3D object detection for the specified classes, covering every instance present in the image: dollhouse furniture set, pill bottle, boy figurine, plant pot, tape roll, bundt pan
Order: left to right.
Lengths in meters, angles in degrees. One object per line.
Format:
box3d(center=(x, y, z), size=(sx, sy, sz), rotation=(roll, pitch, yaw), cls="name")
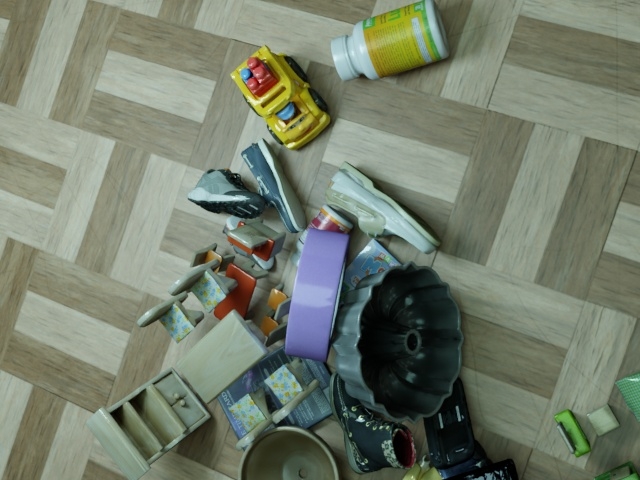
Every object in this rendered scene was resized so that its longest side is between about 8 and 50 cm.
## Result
box3d(center=(-0.285, 0.315, 1.899), size=(0.362, 0.256, 0.394), rotation=(50, 122, 5), cls="dollhouse furniture set")
box3d(center=(-0.180, 0.086, 1.981), size=(0.262, 0.135, 0.259), rotation=(30, 118, 21), cls="dollhouse furniture set")
box3d(center=(-0.056, 0.531, 1.954), size=(0.237, 0.110, 0.237), rotation=(-2, 83, 19), cls="plant pot")
box3d(center=(-0.004, 0.114, 1.841), size=(0.090, 0.275, 0.275), rotation=(10, 88, 3), cls="tape roll")
box3d(center=(0.000, 0.000, 1.999), size=(0.086, 0.086, 0.152), rotation=(39, 98, 18), cls="pill bottle")
box3d(center=(0.155, -0.442, 1.961), size=(0.245, 0.136, 0.136), rotation=(-15, 80, 17), cls="pill bottle")
box3d(center=(0.149, 0.211, 1.818), size=(0.124, 0.331, 0.331), rotation=(-6, 82, 47), cls="bundt pan")
box3d(center=(0.247, 0.553, 1.860), size=(0.285, 0.092, 0.177), rotation=(-41, 74, 12), cls="boy figurine")
box3d(center=(0.637, 0.367, 1.712), size=(0.301, 0.151, 0.197), rotation=(-30, 76, 13), cls="dollhouse furniture set")

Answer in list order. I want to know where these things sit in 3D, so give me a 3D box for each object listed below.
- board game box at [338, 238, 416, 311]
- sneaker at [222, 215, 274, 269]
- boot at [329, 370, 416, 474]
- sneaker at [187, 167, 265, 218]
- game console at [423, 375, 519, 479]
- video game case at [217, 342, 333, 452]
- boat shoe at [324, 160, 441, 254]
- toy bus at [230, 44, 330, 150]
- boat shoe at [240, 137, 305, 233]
box3d(center=(0.109, 0.126, 1.974), size=(0.160, 0.039, 0.211), rotation=(44, 98, 18), cls="board game box")
box3d(center=(-0.174, 0.014, 2.082), size=(0.158, 0.061, 0.065), rotation=(50, 132, 10), cls="sneaker")
box3d(center=(0.114, 0.387, 1.880), size=(0.178, 0.085, 0.236), rotation=(-20, 83, 54), cls="boot")
box3d(center=(-0.216, -0.117, 2.031), size=(0.271, 0.100, 0.108), rotation=(15, 78, 51), cls="sneaker")
box3d(center=(0.288, 0.439, 1.794), size=(0.213, 0.044, 0.361), rotation=(-23, 49, 19), cls="game console")
box3d(center=(-0.096, 0.364, 2.029), size=(0.274, 0.026, 0.196), rotation=(-33, 75, 14), cls="video game case")
box3d(center=(0.137, -0.053, 1.951), size=(0.302, 0.113, 0.103), rotation=(41, 100, 28), cls="boat shoe")
box3d(center=(-0.102, -0.336, 2.001), size=(0.149, 0.211, 0.220), rotation=(-37, 76, 10), cls="toy bus")
box3d(center=(-0.114, -0.120, 2.044), size=(0.079, 0.095, 0.254), rotation=(-30, 75, 12), cls="boat shoe")
